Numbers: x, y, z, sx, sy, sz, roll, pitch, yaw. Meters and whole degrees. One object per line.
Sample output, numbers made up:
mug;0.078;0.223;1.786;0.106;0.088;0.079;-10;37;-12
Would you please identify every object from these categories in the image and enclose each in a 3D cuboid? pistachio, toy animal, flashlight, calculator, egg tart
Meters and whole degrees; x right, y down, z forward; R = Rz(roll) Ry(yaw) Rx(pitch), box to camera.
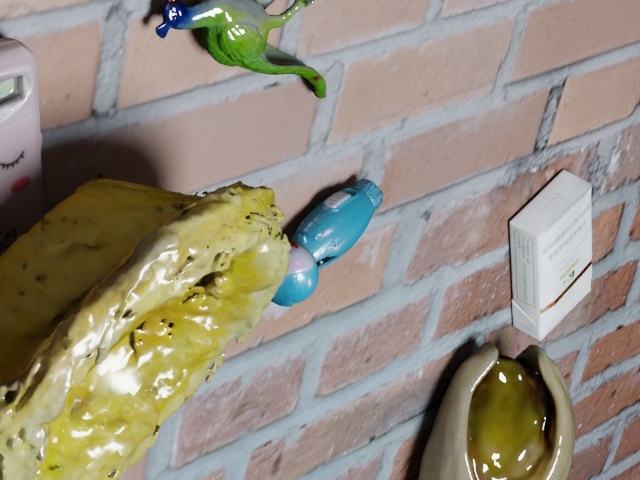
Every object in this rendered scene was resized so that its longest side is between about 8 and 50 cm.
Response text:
pistachio;0.164;0.205;1.801;0.138;0.153;0.238;5;117;-13
toy animal;-0.029;-0.142;1.280;0.075;0.041;0.217;-46;155;16
flashlight;0.000;0.000;1.454;0.129;0.051;0.051;-43;147;-34
calculator;-0.207;-0.042;1.120;0.100;0.032;0.175;-32;140;-38
egg tart;-0.141;0.060;1.185;0.288;0.118;0.288;-50;170;-12

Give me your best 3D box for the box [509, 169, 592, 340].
box;0.218;0.016;1.796;0.084;0.040;0.154;-45;148;-28
